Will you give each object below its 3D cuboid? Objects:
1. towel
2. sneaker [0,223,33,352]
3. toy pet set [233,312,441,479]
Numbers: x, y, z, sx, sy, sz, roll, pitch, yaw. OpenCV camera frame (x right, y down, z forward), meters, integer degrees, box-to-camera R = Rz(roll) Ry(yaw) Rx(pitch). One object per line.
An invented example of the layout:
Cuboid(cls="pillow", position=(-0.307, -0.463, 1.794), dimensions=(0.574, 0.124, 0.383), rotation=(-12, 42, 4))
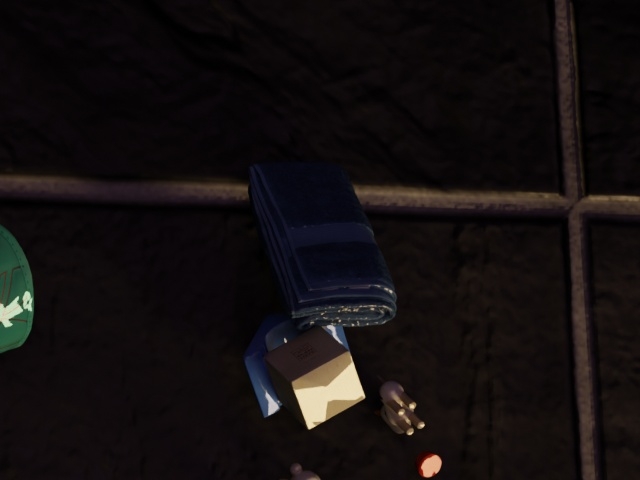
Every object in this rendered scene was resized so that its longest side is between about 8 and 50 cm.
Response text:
Cuboid(cls="towel", position=(0.000, 0.000, 1.004), dimensions=(0.067, 0.029, 0.119), rotation=(-3, 44, -18))
Cuboid(cls="sneaker", position=(-0.227, 0.057, 0.874), dimensions=(0.178, 0.124, 0.295), rotation=(-3, 43, -22))
Cuboid(cls="toy pet set", position=(-0.008, 0.104, 1.006), dimensions=(0.122, 0.065, 0.114), rotation=(-28, 121, -16))
